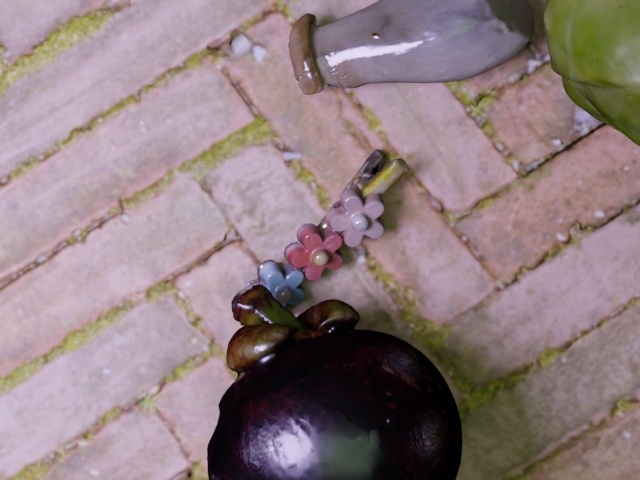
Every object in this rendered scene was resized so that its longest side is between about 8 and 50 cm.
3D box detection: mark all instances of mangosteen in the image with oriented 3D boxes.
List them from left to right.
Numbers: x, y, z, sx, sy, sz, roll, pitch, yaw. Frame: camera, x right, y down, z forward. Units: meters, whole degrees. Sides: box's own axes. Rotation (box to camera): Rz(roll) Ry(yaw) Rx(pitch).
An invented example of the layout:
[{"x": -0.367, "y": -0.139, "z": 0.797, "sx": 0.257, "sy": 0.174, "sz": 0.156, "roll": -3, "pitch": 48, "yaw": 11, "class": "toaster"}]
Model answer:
[{"x": 0.000, "y": 0.154, "z": 1.112, "sx": 0.228, "sy": 0.228, "sz": 0.265, "roll": -27, "pitch": 77, "yaw": -1, "class": "mangosteen"}]

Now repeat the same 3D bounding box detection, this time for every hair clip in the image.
[{"x": 0.003, "y": 0.002, "z": 1.189, "sx": 0.214, "sy": 0.056, "sz": 0.062, "roll": -48, "pitch": 124, "yaw": -1, "class": "hair clip"}]

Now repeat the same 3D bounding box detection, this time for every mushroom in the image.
[{"x": 0.085, "y": -0.187, "z": 1.178, "sx": 0.225, "sy": 0.093, "sz": 0.116, "roll": -24, "pitch": 72, "yaw": 8, "class": "mushroom"}]

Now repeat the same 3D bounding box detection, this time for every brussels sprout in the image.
[{"x": 0.348, "y": -0.177, "z": 1.088, "sx": 0.328, "sy": 0.328, "sz": 0.247, "roll": 15, "pitch": 118, "yaw": -2, "class": "brussels sprout"}]
